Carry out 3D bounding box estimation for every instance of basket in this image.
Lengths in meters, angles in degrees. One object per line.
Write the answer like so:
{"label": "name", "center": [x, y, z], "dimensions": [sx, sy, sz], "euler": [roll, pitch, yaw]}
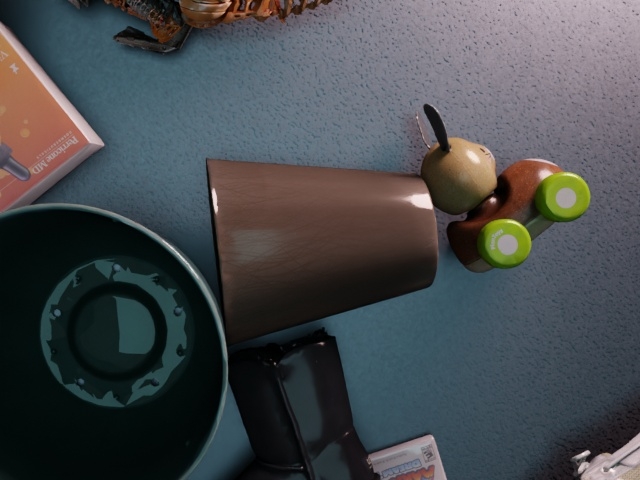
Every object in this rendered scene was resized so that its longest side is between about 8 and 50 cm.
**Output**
{"label": "basket", "center": [0.000, 0.000, 0.915], "dimensions": [0.227, 0.154, 0.204], "euler": [-7, 101, -8]}

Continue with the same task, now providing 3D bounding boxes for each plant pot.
{"label": "plant pot", "center": [-0.230, 0.108, 0.850], "dimensions": [0.293, 0.235, 0.292], "euler": [0, 93, -1]}

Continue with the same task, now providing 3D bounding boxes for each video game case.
{"label": "video game case", "center": [0.079, 0.321, 1.005], "dimensions": [0.157, 0.019, 0.143], "euler": [-17, 95, -4]}

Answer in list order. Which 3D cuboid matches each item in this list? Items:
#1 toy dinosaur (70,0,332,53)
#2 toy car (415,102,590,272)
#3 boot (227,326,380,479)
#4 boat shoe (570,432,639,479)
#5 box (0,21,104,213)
{"label": "toy dinosaur", "center": [-0.128, -0.305, 0.906], "dimensions": [0.322, 0.164, 0.218], "euler": [2, 109, -23]}
{"label": "toy car", "center": [0.170, -0.074, 0.923], "dimensions": [0.149, 0.155, 0.188], "euler": [-39, 92, -2]}
{"label": "boot", "center": [-0.069, 0.225, 0.951], "dimensions": [0.247, 0.094, 0.207], "euler": [-21, 87, 8]}
{"label": "boat shoe", "center": [0.377, 0.259, 0.993], "dimensions": [0.320, 0.103, 0.118], "euler": [-34, 141, 1]}
{"label": "box", "center": [-0.339, -0.130, 0.901], "dimensions": [0.130, 0.091, 0.170], "euler": [-39, 96, -2]}
